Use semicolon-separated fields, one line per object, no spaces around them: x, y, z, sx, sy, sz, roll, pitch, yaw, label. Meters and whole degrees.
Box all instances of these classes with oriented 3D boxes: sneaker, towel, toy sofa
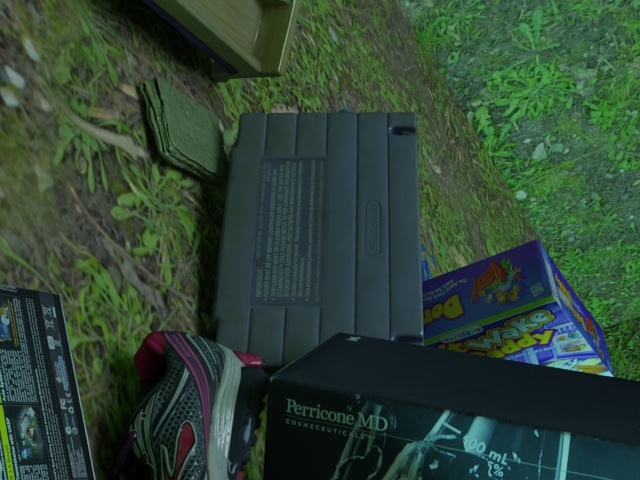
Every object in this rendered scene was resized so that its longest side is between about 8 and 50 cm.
-0.127;0.207;0.804;0.112;0.121;0.299;25;39;-18;sneaker
-0.158;-0.126;1.153;0.148;0.027;0.110;24;47;-60;towel
-0.187;-0.333;1.170;0.362;0.177;0.150;32;65;-57;toy sofa

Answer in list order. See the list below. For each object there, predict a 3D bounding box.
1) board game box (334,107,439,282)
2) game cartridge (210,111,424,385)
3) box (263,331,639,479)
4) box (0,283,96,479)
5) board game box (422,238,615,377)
0.085;-0.003;1.472;0.308;0.086;0.302;55;16;-29;board game box
0.000;0.000;1.104;0.068;0.230;0.355;79;11;-54;game cartridge
0.130;0.273;0.866;0.179;0.343;0.313;-20;115;-69;box
-0.238;0.155;0.632;0.216;0.060;0.270;20;51;-62;box
0.147;0.143;1.169;0.233;0.347;0.078;43;32;-45;board game box
